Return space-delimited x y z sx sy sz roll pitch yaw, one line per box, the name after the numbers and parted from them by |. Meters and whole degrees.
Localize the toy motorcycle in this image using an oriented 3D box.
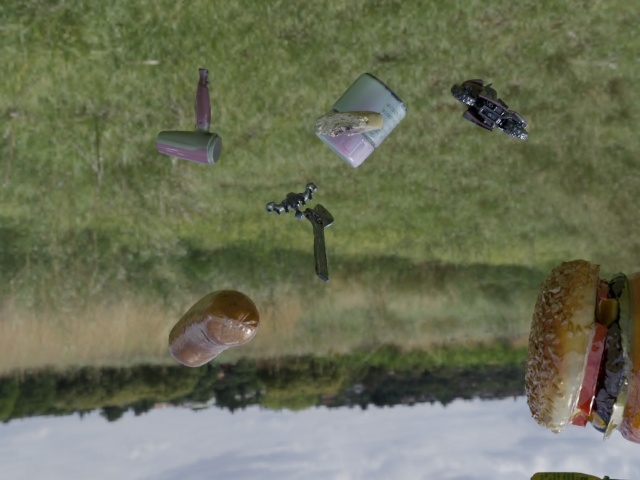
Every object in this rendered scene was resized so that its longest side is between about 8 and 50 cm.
0.401 -0.311 1.932 0.082 0.213 0.122 -54 -175 34 | toy motorcycle

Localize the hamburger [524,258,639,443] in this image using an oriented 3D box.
0.509 0.200 1.504 0.250 0.330 0.330 3 176 12 | hamburger

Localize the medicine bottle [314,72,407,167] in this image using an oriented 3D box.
0.084 -0.256 1.740 0.168 0.135 0.135 -48 173 0 | medicine bottle

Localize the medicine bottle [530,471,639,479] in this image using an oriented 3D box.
0.687 0.632 2.063 0.308 0.076 0.111 -5 -152 18 | medicine bottle

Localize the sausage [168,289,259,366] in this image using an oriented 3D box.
-0.178 0.145 1.384 0.108 0.109 0.270 -2 165 -26 | sausage

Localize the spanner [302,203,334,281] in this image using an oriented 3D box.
0.000 0.000 1.996 0.093 0.325 0.026 30 118 -21 | spanner

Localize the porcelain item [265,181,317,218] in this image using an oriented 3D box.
-0.061 -0.082 1.975 0.136 0.075 0.021 -26 153 2 | porcelain item

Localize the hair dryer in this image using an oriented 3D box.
-0.208 -0.210 1.364 0.106 0.154 0.054 14 -179 13 | hair dryer

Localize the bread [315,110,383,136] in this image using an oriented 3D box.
0.043 -0.168 1.174 0.083 0.035 0.070 -3 -176 37 | bread
